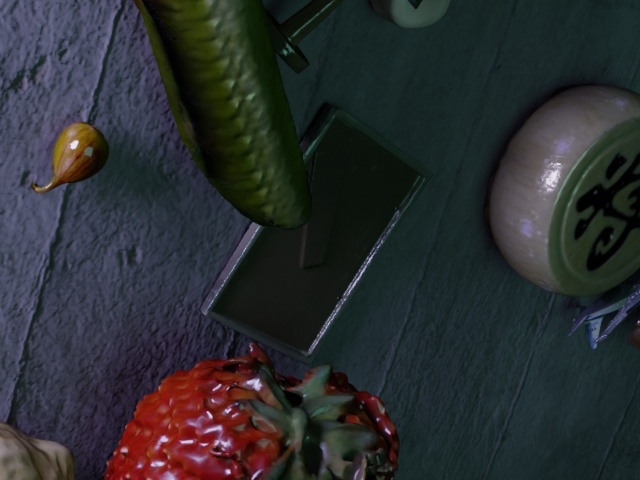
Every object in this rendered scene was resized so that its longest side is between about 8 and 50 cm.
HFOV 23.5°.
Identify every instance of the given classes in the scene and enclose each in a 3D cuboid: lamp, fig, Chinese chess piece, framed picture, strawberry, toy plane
[{"bbox_3d":[0.037,-0.251,1.437,0.214,0.121,0.121,-39,137,8],"label":"lamp"},{"bbox_3d":[-0.227,-0.070,1.386,0.083,0.050,0.050,-42,136,5],"label":"fig"},{"bbox_3d":[0.316,-0.059,1.818,0.257,0.104,0.257,-21,127,-30],"label":"Chinese chess piece"},{"bbox_3d":[0.000,0.000,1.637,0.189,0.023,0.260,29,94,-46],"label":"framed picture"},{"bbox_3d":[-0.088,0.281,1.582,0.312,0.267,0.351,8,133,-49],"label":"strawberry"},{"bbox_3d":[0.397,0.056,1.905,0.226,0.058,0.226,-44,-177,34],"label":"toy plane"}]

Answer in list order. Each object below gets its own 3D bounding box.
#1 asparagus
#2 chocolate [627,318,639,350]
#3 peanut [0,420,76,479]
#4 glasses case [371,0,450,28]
[{"bbox_3d":[-0.095,-0.169,1.387,0.108,0.128,0.382,-64,150,-41],"label":"asparagus"},{"bbox_3d":[0.496,0.088,2.010,0.214,0.093,0.148,-20,142,-61],"label":"chocolate"},{"bbox_3d":[-0.356,0.234,1.387,0.325,0.140,0.153,4,105,-44],"label":"peanut"},{"bbox_3d":[0.098,-0.308,1.519,0.083,0.050,0.196,-16,124,-36],"label":"glasses case"}]
